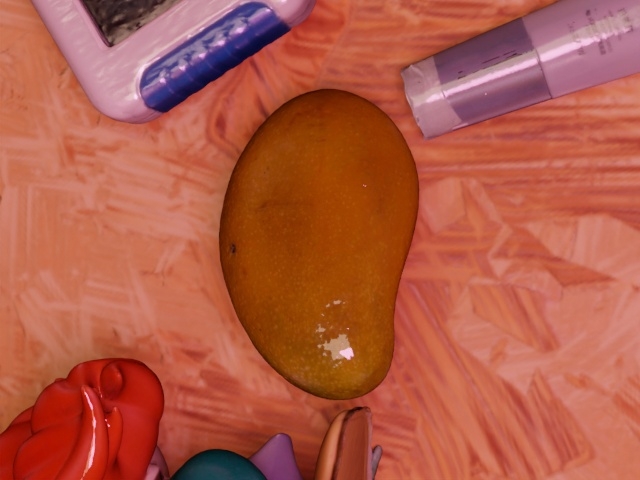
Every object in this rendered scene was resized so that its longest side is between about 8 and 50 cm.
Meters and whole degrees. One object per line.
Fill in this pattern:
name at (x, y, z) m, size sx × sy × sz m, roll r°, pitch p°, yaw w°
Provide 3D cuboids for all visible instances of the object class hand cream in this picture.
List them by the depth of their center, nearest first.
hand cream at (0.179, -0.136, 1.223) m, size 0.255 × 0.048 × 0.079 m, roll -20°, pitch 90°, yaw 5°

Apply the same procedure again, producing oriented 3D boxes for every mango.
mango at (0.000, 0.000, 1.184) m, size 0.136 × 0.099 × 0.228 m, roll -13°, pitch 57°, yaw 17°

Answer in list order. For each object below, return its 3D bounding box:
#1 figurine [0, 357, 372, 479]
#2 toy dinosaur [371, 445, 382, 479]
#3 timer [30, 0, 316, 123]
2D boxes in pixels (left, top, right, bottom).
figurine at (-0.106, 0.162, 1.162) m, size 0.257 × 0.208 × 0.181 m, roll 5°, pitch 100°, yaw 12°
toy dinosaur at (-0.011, 0.336, 1.219) m, size 0.129 × 0.076 × 0.383 m, roll -4°, pitch 91°, yaw 2°
timer at (-0.129, -0.222, 1.258) m, size 0.178 × 0.078 × 0.253 m, roll -32°, pitch 82°, yaw 9°
